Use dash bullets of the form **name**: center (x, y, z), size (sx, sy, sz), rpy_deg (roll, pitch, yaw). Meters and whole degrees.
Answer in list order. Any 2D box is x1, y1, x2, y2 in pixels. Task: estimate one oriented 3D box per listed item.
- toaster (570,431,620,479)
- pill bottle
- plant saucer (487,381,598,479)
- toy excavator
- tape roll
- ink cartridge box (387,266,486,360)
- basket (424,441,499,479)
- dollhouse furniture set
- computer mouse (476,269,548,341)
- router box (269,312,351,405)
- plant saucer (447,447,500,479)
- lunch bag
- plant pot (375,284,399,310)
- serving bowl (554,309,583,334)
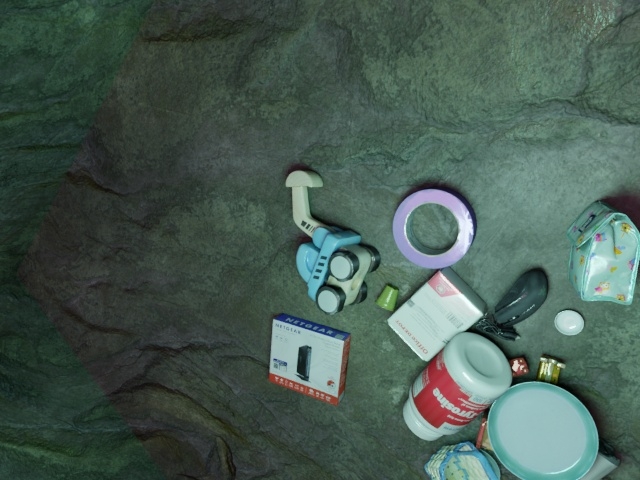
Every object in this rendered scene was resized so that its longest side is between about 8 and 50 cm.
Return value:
- **toaster**: center (0.838, 0.689, 1.518), size (0.226, 0.129, 0.147), rpy_deg (35, 106, 5)
- **pill bottle**: center (0.454, 0.523, 1.609), size (0.229, 0.229, 0.408), rpy_deg (37, 130, 14)
- **plant saucer**: center (0.701, 0.610, 1.476), size (0.317, 0.043, 0.318), rpy_deg (-2, 84, 22)
- **toy excavator**: center (0.000, 0.000, 1.765), size (0.445, 0.222, 0.433), rpy_deg (31, 113, 27)
- **tape roll**: center (0.395, -0.046, 1.608), size (0.274, 0.090, 0.275), rpy_deg (7, 106, 26)
- **ink cartridge box**: center (0.412, 0.258, 1.653), size (0.207, 0.117, 0.283), rpy_deg (46, 117, 10)
- **basket**: center (0.526, 0.845, 1.616), size (0.255, 0.201, 0.289), rpy_deg (58, 145, 5)
- **dollhouse furniture set**: center (0.684, 0.559, 1.595), size (0.201, 0.152, 0.375), rpy_deg (15, 91, 24)
- **computer mouse**: center (0.654, 0.221, 1.510), size (0.188, 0.072, 0.272), rpy_deg (23, 109, -27)
- **router box**: center (-0.051, 0.499, 1.962), size (0.335, 0.082, 0.302), rpy_deg (12, 107, 24)
- **plant saucer**: center (0.581, 0.859, 1.755), size (0.194, 0.037, 0.195), rpy_deg (6, 105, 25)
- **lunch bag**: center (0.811, 0.026, 1.338), size (0.159, 0.223, 0.263), rpy_deg (2, 103, 19)
- **plant pot**: center (0.260, 0.212, 1.748), size (0.083, 0.083, 0.079), rpy_deg (26, 100, 19)
- **serving bowl**: center (0.809, 0.264, 1.506), size (0.083, 0.027, 0.084), rpy_deg (7, 105, 25)
